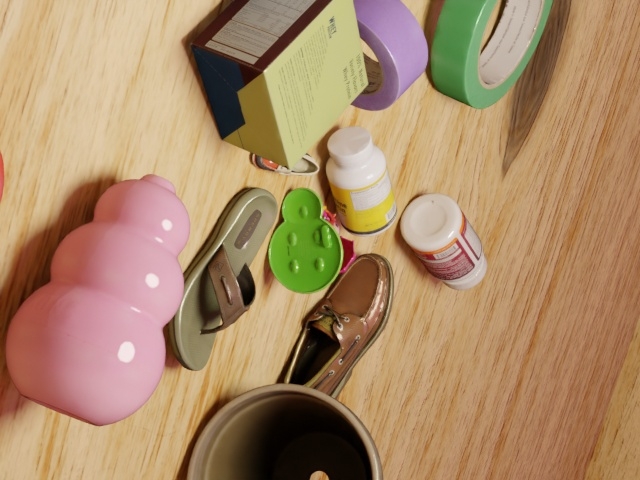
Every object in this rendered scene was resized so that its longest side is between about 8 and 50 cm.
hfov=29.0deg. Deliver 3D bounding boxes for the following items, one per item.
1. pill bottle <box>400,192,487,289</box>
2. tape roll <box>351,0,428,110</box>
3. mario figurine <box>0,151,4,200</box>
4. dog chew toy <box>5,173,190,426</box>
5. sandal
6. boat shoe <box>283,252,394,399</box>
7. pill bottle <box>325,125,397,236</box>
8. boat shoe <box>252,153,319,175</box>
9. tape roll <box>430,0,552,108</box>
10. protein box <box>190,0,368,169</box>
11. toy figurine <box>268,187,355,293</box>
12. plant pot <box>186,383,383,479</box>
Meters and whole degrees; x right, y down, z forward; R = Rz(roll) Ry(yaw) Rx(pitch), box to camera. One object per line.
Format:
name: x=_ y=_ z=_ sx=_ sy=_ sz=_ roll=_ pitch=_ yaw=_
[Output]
pill bottle: x=0.244 y=0.008 z=2.394 sx=0.121 sy=0.121 sz=0.221 roll=-60 pitch=147 yaw=-13
tape roll: x=0.066 y=-0.296 z=1.891 sx=0.080 sy=0.189 sz=0.189 roll=-48 pitch=142 yaw=-28
mario figurine: x=-0.487 y=-0.015 z=1.357 sx=0.320 sy=0.170 sz=0.198 roll=-46 pitch=179 yaw=-14
dog chew toy: x=-0.273 y=0.068 z=1.618 sx=0.206 sy=0.206 sz=0.332 roll=42 pitch=66 yaw=-56
sandal: x=-0.140 y=0.059 z=1.897 sx=0.120 sy=0.086 sz=0.303 roll=35 pitch=79 yaw=-57
boat shoe: x=0.033 y=0.159 z=2.186 sx=0.104 sy=0.110 sz=0.307 roll=28 pitch=85 yaw=-58
pill bottle: x=0.066 y=-0.101 z=2.087 sx=0.103 sy=0.103 sz=0.184 roll=-48 pitch=142 yaw=-28
boat shoe: x=-0.055 y=-0.126 z=1.952 sx=0.137 sy=0.043 sz=0.049 roll=10 pitch=102 yaw=-56
tape roll: x=0.319 y=-0.401 z=2.259 sx=0.321 sy=0.077 sz=0.321 roll=-42 pitch=148 yaw=-35
protein box: x=-0.053 y=-0.254 z=1.780 sx=0.201 sy=0.136 sz=0.200 roll=-50 pitch=148 yaw=-26
toy figurine: x=0.000 y=0.000 z=2.076 sx=0.159 sy=0.130 sz=0.173 roll=-1 pitch=85 yaw=-69
plant pot: x=-0.032 y=0.410 z=2.106 sx=0.323 sy=0.323 sz=0.280 roll=-66 pitch=164 yaw=-2
